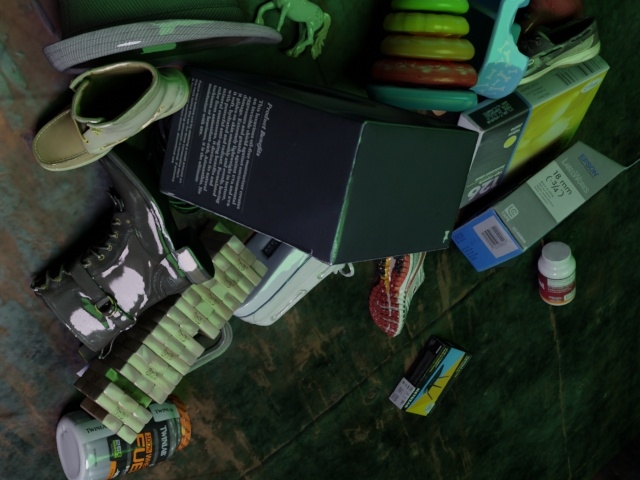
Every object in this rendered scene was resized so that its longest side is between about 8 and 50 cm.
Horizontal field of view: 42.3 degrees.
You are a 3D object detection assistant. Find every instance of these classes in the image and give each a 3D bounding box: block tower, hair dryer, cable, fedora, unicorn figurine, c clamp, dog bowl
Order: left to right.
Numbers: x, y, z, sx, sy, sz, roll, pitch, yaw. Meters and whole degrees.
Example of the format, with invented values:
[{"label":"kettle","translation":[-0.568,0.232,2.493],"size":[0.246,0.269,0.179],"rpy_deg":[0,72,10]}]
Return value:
[{"label":"fedora","translation":[-0.189,-0.271,0.952],"size":[0.275,0.244,0.124],"rpy_deg":[-15,99,-32]},{"label":"block tower","translation":[-0.216,0.126,1.214],"size":[0.091,0.097,0.335],"rpy_deg":[48,69,-32]},{"label":"c clamp","translation":[-0.208,0.161,1.310],"size":[0.161,0.022,0.137],"rpy_deg":[-23,132,-30]},{"label":"cable","translation":[-0.177,-0.117,1.173],"size":[0.150,0.047,0.184],"rpy_deg":[2,119,-42]},{"label":"unicorn figurine","translation":[-0.038,-0.319,1.145],"size":[0.111,0.060,0.162],"rpy_deg":[-57,155,8]},{"label":"dog bowl","translation":[0.269,-0.368,1.302],"size":[0.074,0.166,0.297],"rpy_deg":[-5,124,-27]},{"label":"hair dryer","translation":[0.368,-0.367,1.446],"size":[0.224,0.080,0.293],"rpy_deg":[-25,133,-26]}]

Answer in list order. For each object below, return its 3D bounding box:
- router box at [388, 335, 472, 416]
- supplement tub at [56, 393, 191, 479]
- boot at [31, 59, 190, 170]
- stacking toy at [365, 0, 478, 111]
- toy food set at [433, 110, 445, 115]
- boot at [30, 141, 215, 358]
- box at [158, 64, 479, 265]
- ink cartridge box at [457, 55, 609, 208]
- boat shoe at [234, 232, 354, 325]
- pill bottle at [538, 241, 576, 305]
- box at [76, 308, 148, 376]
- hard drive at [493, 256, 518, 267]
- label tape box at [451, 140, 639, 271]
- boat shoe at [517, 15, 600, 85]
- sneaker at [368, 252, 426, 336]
[{"label":"router box","translation":[0.251,0.309,1.878],"size":[0.133,0.046,0.179],"rpy_deg":[24,102,-49]},{"label":"supplement tub","translation":[-0.312,0.312,1.323],"size":[0.190,0.117,0.117],"rpy_deg":[-9,125,-37]},{"label":"boot","translation":[-0.264,-0.145,0.961],"size":[0.213,0.165,0.077],"rpy_deg":[-26,95,6]},{"label":"stacking toy","translation":[0.161,-0.349,1.239],"size":[0.166,0.175,0.302],"rpy_deg":[3,102,-1]},{"label":"toy food set","translation":[0.216,-0.261,1.435],"size":[0.082,0.020,0.083],"rpy_deg":[-55,139,5]},{"label":"boot","translation":[-0.294,0.015,1.118],"size":[0.229,0.091,0.263],"rpy_deg":[-29,105,8]},{"label":"box","translation":[0.005,-0.106,1.099],"size":[0.296,0.294,0.182],"rpy_deg":[-7,115,-54]},{"label":"ink cartridge box","translation":[0.356,-0.173,1.524],"size":[0.304,0.072,0.307],"rpy_deg":[-29,152,-22]},{"label":"boat shoe","translation":[0.004,0.006,1.361],"size":[0.367,0.136,0.156],"rpy_deg":[-48,139,2]},{"label":"pill bottle","translation":[0.555,0.076,1.944],"size":[0.086,0.086,0.152],"rpy_deg":[-35,137,-17]},{"label":"box","translation":[-0.288,0.162,1.286],"size":[0.178,0.042,0.109],"rpy_deg":[-40,138,-13]},{"label":"hard drive","translation":[0.394,0.016,1.802],"size":[0.135,0.022,0.094],"rpy_deg":[1,119,-42]},{"label":"label tape box","translation":[0.437,-0.090,1.608],"size":[0.334,0.106,0.240],"rpy_deg":[-36,177,-15]},{"label":"boat shoe","translation":[0.371,-0.324,1.406],"size":[0.223,0.080,0.073],"rpy_deg":[-20,126,-8]},{"label":"sneaker","translation":[0.160,0.091,1.601],"size":[0.093,0.088,0.225],"rpy_deg":[-14,128,-36]}]
